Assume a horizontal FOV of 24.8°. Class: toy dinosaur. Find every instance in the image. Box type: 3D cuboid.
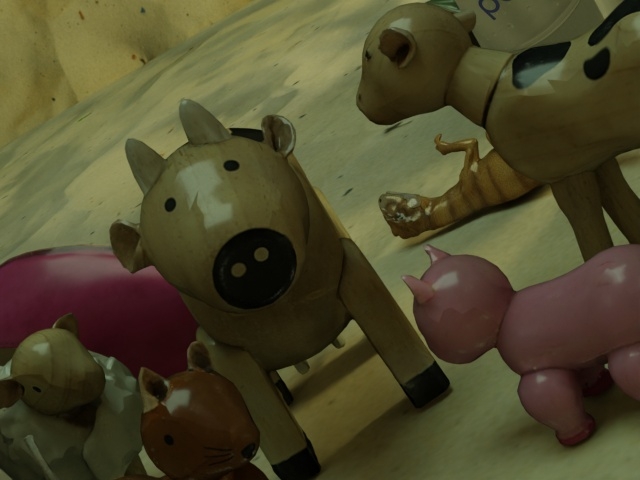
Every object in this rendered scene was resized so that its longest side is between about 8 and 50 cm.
[{"bbox_3d":[0.124,-0.054,0.797,0.211,0.064,0.112,-31,30,43],"label":"toy dinosaur"}]

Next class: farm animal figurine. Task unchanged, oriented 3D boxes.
[{"bbox_3d":[0.000,0.000,0.612,0.330,0.172,0.326,-36,15,-18],"label":"farm animal figurine"}]

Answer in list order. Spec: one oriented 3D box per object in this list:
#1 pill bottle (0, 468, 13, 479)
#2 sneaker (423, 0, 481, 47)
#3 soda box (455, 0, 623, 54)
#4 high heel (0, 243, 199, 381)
[{"bbox_3d":[-0.213,0.182,0.487,0.272,0.152,0.152,-31,15,7],"label":"pill bottle"},{"bbox_3d":[0.143,-0.178,1.140,0.086,0.064,0.192,-32,13,-34],"label":"sneaker"},{"bbox_3d":[0.108,-0.244,0.962,0.091,0.286,0.098,-21,19,34],"label":"soda box"},{"bbox_3d":[-0.201,0.125,0.833,0.377,0.127,0.181,-19,48,28],"label":"high heel"}]
